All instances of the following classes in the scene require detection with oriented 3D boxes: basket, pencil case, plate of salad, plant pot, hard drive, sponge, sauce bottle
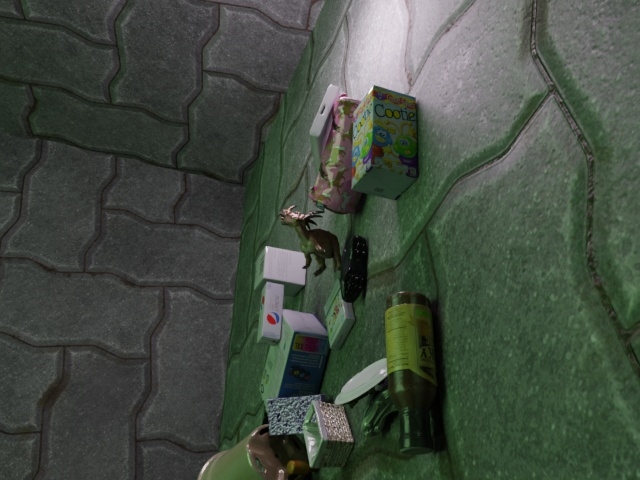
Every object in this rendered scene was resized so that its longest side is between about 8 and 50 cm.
[{"bbox_3d":[0.021,0.561,1.705,0.167,0.103,0.113,-110,35,-62],"label":"basket"},{"bbox_3d":[0.084,-0.281,1.967,0.160,0.167,0.386,27,103,55],"label":"pencil case"},{"bbox_3d":[0.122,0.351,1.456,0.048,0.200,0.200,55,156,1],"label":"plate of salad"},{"bbox_3d":[-0.204,0.788,1.981,0.305,0.333,0.334,-54,27,33],"label":"plant pot"},{"bbox_3d":[0.023,-0.378,2.088,0.307,0.040,0.203,80,-150,-71],"label":"hard drive"},{"bbox_3d":[-0.075,0.559,1.893,0.210,0.031,0.117,-13,75,28],"label":"sponge"},{"bbox_3d":[0.200,0.286,1.296,0.111,0.111,0.344,127,149,-55],"label":"sauce bottle"}]

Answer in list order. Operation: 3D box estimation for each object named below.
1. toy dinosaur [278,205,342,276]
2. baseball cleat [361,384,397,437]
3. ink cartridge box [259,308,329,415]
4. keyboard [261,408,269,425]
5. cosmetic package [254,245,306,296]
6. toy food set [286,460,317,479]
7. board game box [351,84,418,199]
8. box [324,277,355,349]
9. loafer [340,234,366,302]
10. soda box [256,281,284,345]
[{"bbox_3d":[0.000,0.000,1.995,0.127,0.295,0.200,-23,54,28],"label":"toy dinosaur"},{"bbox_3d":[0.152,0.390,1.451,0.206,0.072,0.109,-59,13,32],"label":"baseball cleat"},{"bbox_3d":[-0.103,0.472,2.095,0.270,0.151,0.396,-143,68,-73],"label":"ink cartridge box"},{"bbox_3d":[-0.186,0.743,2.395,0.317,0.033,0.202,146,140,-68],"label":"keyboard"},{"bbox_3d":[-0.169,0.134,2.493,0.151,0.183,0.151,130,148,-57],"label":"cosmetic package"},{"bbox_3d":[-0.030,0.787,1.787,0.111,0.104,0.232,-58,40,16],"label":"toy food set"},{"bbox_3d":[0.182,-0.279,1.689,0.142,0.144,0.275,131,146,-58],"label":"board game box"},{"bbox_3d":[0.060,0.238,1.920,0.186,0.038,0.145,-100,27,-50],"label":"box"},{"bbox_3d":[0.100,0.093,1.833,0.078,0.076,0.223,123,159,-62],"label":"loafer"},{"bbox_3d":[-0.180,0.263,2.128,0.074,0.069,0.216,126,153,-54],"label":"soda box"}]
